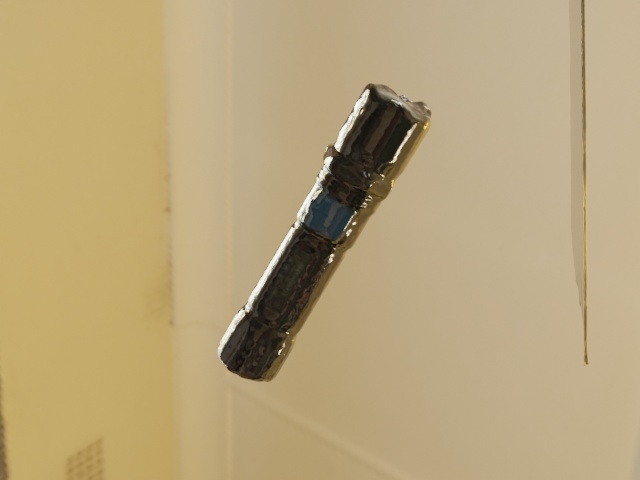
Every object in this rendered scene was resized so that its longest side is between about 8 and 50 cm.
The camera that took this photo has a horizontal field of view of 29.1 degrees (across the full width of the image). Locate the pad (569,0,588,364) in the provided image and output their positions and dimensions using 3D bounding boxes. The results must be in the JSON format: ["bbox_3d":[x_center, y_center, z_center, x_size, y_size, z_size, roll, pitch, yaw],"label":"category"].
[{"bbox_3d":[0.199,-0.120,0.955,0.007,0.247,0.367,-1,-63,10],"label":"pad"}]

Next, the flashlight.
[{"bbox_3d":[0.000,0.000,1.542,0.103,0.103,0.424,37,-72,23],"label":"flashlight"}]
